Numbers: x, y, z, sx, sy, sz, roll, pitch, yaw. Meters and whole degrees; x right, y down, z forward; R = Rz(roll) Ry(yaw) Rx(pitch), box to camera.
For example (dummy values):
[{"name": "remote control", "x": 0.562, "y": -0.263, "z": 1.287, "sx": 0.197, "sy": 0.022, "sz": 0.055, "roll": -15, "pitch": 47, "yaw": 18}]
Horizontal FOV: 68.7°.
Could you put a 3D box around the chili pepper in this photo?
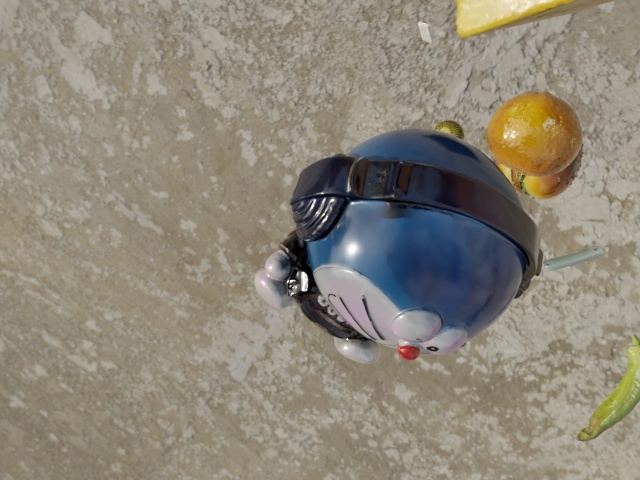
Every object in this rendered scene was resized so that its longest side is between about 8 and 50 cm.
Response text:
[{"name": "chili pepper", "x": 0.496, "y": 0.254, "z": 0.769, "sx": 0.049, "sy": 0.208, "sz": 0.043, "roll": 39, "pitch": 167, "yaw": -16}]

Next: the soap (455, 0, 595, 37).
[{"name": "soap", "x": 0.344, "y": -0.366, "z": 0.636, "sx": 0.204, "sy": 0.324, "sz": 0.096, "roll": 8, "pitch": 118, "yaw": 54}]

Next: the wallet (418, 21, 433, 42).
[{"name": "wallet", "x": 0.354, "y": -0.700, "z": 1.578, "sx": 0.044, "sy": 0.083, "sz": 0.011, "roll": 34, "pitch": 86, "yaw": 30}]

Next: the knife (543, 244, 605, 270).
[{"name": "knife", "x": 0.720, "y": 0.050, "z": 1.337, "sx": 0.162, "sy": 0.044, "sz": 0.023, "roll": -19, "pitch": 125, "yaw": 14}]

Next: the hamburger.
[{"name": "hamburger", "x": 0.610, "y": -0.228, "z": 1.272, "sx": 0.170, "sy": 0.246, "sz": 0.246, "roll": 25, "pitch": 129, "yaw": 45}]

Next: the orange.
[{"name": "orange", "x": 0.415, "y": -0.205, "z": 0.913, "sx": 0.177, "sy": 0.177, "sz": 0.155, "roll": 34, "pitch": 111, "yaw": 0}]

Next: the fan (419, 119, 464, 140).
[{"name": "fan", "x": 0.296, "y": -0.272, "z": 1.227, "sx": 0.155, "sy": 0.039, "sz": 0.082, "roll": 7, "pitch": 90, "yaw": 37}]

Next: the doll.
[{"name": "doll", "x": 0.081, "y": 0.013, "z": 0.528, "sx": 0.284, "sy": 0.240, "sz": 0.310, "roll": 23, "pitch": 159, "yaw": -19}]
